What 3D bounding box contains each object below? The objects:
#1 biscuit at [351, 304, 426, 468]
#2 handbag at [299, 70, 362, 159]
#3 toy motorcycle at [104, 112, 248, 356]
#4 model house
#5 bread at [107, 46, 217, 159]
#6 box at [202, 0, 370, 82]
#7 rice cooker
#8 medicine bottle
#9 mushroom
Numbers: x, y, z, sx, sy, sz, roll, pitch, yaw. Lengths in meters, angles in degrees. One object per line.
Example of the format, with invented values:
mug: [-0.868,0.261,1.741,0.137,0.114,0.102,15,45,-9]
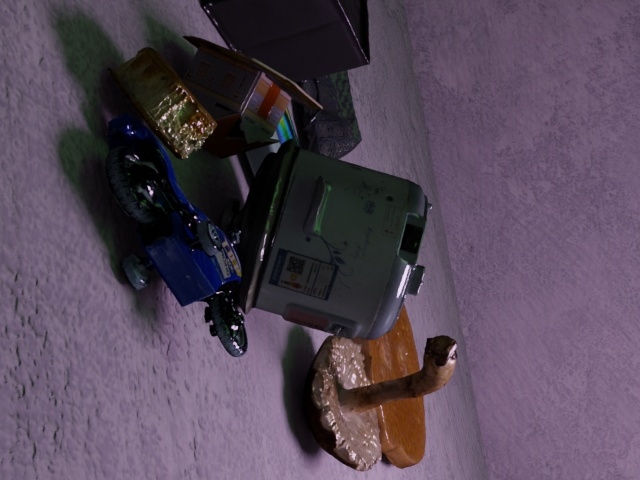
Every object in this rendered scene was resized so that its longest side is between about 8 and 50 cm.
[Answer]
biscuit: [0.140,0.283,2.116,0.365,0.062,0.385,37,44,-63]
handbag: [-0.001,-0.274,1.991,0.175,0.088,0.270,-10,89,-66]
toy motorcycle: [-0.167,-0.005,1.209,0.315,0.113,0.169,60,13,-28]
model house: [-0.130,-0.185,1.409,0.136,0.207,0.219,-63,161,1]
bread: [-0.185,-0.163,1.216,0.128,0.069,0.140,49,-4,41]
box: [-0.053,-0.469,1.709,0.251,0.204,0.345,54,30,-55]
rice cooker: [0.000,0.000,1.451,0.316,0.316,0.264,47,56,-61]
medicine bottle: [-0.066,-0.117,1.649,0.121,0.083,0.229,-68,143,-59]
mushroom: [0.099,0.273,1.634,0.208,0.301,0.233,-53,124,-24]
